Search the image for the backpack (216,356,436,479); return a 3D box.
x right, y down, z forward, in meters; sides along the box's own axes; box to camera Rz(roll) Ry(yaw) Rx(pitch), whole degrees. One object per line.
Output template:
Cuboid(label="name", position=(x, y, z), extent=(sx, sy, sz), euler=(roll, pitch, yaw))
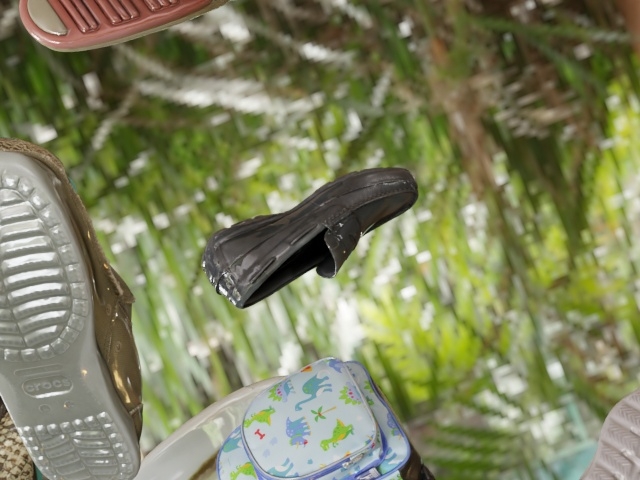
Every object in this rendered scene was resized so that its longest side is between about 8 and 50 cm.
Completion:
Cuboid(label="backpack", position=(-0.005, 0.133, 1.062), extent=(0.114, 0.084, 0.105), euler=(-32, -137, 2))

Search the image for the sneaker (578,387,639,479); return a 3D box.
Cuboid(label="sneaker", position=(0.305, 0.274, 1.738), extent=(0.321, 0.124, 0.180), euler=(-38, 149, -27))

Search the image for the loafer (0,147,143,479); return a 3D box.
Cuboid(label="loafer", position=(-0.166, 0.041, 1.065), extent=(0.094, 0.251, 0.087), euler=(-3, -143, 9))

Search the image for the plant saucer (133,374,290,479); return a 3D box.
Cuboid(label="plant saucer", position=(-0.103, 0.305, 1.599), extent=(0.400, 0.100, 0.400), euler=(-38, -159, 18))

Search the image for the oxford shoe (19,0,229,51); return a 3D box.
Cuboid(label="oxford shoe", position=(-0.118, -0.248, 1.629), extent=(0.348, 0.123, 0.130), euler=(-27, 163, -19))

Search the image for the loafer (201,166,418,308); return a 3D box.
Cuboid(label="loafer", position=(0.000, 0.000, 1.592), extent=(0.223, 0.078, 0.076), euler=(-24, 151, -22))

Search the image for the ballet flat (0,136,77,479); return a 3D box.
Cuboid(label="ballet flat", position=(-0.321, 0.135, 1.507), extent=(0.182, 0.483, 0.164), euler=(14, 161, -38))
